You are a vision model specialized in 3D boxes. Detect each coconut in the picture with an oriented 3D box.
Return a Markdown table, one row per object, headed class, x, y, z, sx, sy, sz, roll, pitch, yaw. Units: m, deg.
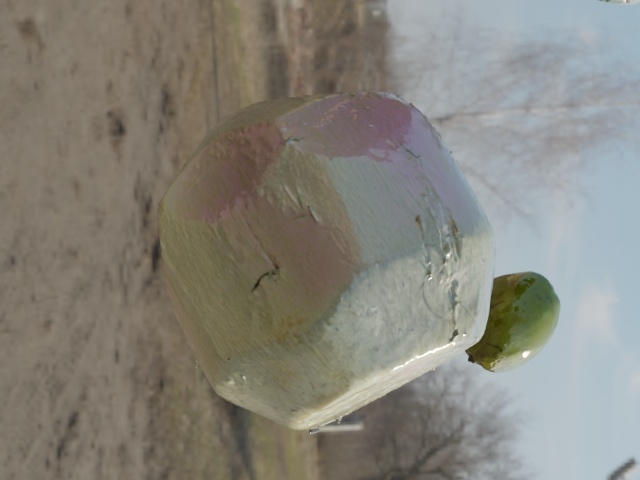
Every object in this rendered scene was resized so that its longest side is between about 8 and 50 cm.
| class | x | y | z | sx | sy | sz | roll | pitch | yaw |
| --- | --- | --- | --- | --- | --- | --- | --- | --- | --- |
| coconut | 0.001 | 0.000 | 0.808 | 0.227 | 0.227 | 0.230 | 84 | -19 | -75 |

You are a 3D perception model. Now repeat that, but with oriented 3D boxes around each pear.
| class | x | y | z | sx | sy | sz | roll | pitch | yaw |
| --- | --- | --- | --- | --- | --- | --- | --- | --- | --- |
| pear | 0.216 | 0.093 | 1.335 | 0.107 | 0.131 | 0.107 | 49 | -9 | 11 |

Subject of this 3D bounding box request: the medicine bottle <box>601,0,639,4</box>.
| class | x | y | z | sx | sy | sz | roll | pitch | yaw |
| --- | --- | --- | --- | --- | --- | --- | --- | --- | --- |
| medicine bottle | 0.345 | -0.427 | 1.287 | 0.290 | 0.244 | 0.245 | 65 | 21 | -63 |
